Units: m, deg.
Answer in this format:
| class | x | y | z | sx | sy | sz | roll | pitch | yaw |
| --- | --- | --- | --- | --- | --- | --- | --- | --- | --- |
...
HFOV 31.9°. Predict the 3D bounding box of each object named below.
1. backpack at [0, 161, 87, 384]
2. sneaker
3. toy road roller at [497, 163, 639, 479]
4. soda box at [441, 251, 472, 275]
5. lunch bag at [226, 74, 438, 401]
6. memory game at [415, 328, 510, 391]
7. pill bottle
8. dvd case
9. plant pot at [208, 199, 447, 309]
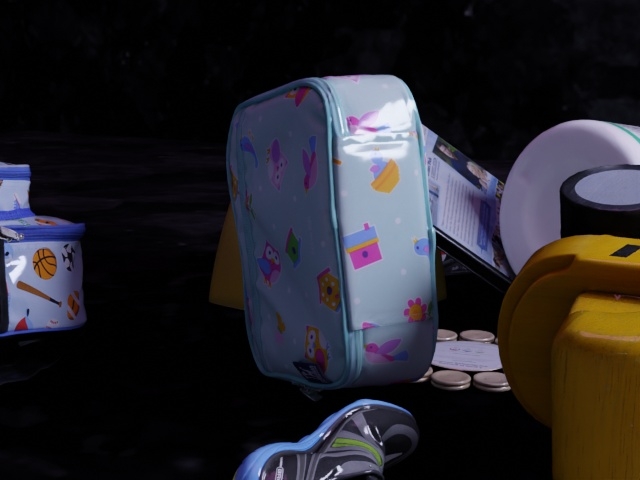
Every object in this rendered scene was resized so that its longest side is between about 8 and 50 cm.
| class | x | y | z | sx | sy | sz | roll | pitch | yaw |
| --- | --- | --- | --- | --- | --- | --- | --- | --- | --- |
| backpack | -0.356 | 0.027 | 1.046 | 0.276 | 0.213 | 0.263 | 6 | -1 | 40 |
| sneaker | 0.014 | 0.161 | 0.749 | 0.078 | 0.067 | 0.188 | 31 | 22 | 25 |
| toy road roller | 0.290 | 0.087 | 0.800 | 0.329 | 0.202 | 0.240 | 7 | 28 | 26 |
| soda box | 0.133 | 0.018 | 1.494 | 0.169 | 0.053 | 0.060 | -4 | 12 | -22 |
| lunch bag | 0.000 | 0.000 | 1.000 | 0.108 | 0.279 | 0.224 | -5 | 1 | -30 |
| memory game | 0.142 | 0.116 | 1.092 | 0.186 | 0.012 | 0.186 | 2 | 11 | 0 |
| pill bottle | 0.394 | -0.023 | 1.285 | 0.361 | 0.204 | 0.204 | 2 | 7 | -40 |
| dvd case | 0.172 | -0.030 | 1.281 | 0.253 | 0.022 | 0.180 | 34 | 36 | -15 |
| plant pot | 0.012 | -0.019 | 1.327 | 0.212 | 0.187 | 0.212 | 10 | 14 | 37 |
